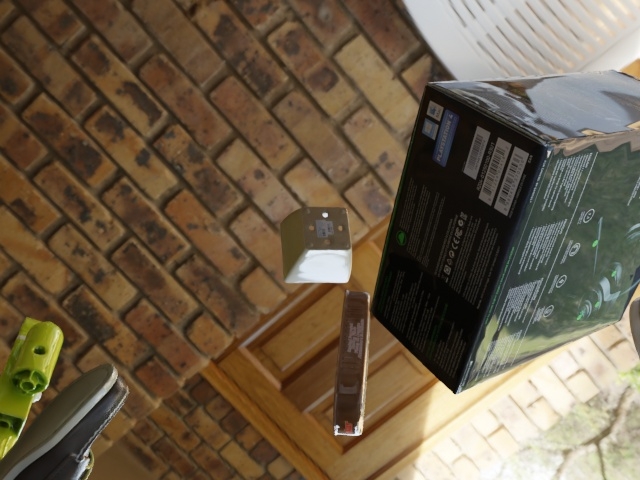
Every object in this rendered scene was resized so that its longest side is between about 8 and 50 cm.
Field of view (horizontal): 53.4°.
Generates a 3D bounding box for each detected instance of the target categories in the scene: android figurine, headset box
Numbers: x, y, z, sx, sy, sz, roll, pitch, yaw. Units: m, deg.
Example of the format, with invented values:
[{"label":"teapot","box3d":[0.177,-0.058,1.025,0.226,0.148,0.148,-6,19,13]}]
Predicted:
[{"label":"android figurine","box3d":[-0.383,0.209,0.788,0.056,0.248,0.273,22,-157,-19]},{"label":"headset box","box3d":[0.215,-0.022,0.607,0.282,0.247,0.131,-13,-141,-32]}]

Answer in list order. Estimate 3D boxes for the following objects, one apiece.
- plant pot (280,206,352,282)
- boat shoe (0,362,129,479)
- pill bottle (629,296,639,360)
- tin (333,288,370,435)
[{"label":"plant pot","box3d":[0.000,0.000,1.010,0.096,0.109,0.109,120,148,-63]},{"label":"boat shoe","box3d":[-0.263,0.217,0.610,0.069,0.228,0.081,47,175,-22]},{"label":"pill bottle","box3d":[0.622,0.129,0.949,0.153,0.264,0.153,26,-126,-41]},{"label":"tin","box3d":[0.041,0.147,0.787,0.106,0.040,0.190,80,-166,-48]}]
